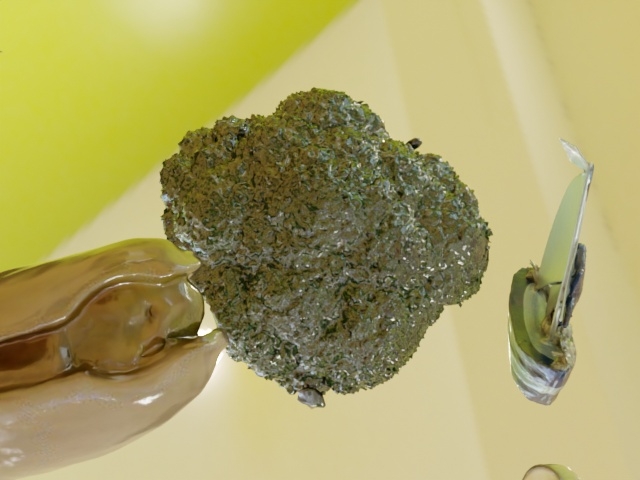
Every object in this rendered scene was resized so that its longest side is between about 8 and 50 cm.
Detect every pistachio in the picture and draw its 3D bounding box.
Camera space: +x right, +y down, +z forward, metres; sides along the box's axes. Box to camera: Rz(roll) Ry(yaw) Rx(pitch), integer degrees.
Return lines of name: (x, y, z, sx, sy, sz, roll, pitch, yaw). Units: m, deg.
pistachio: (-0.214, 0.100, 1.538, 0.288, 0.166, 0.197, -15, 177, 6)

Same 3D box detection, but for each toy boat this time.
toy boat: (0.250, 0.047, 2.013, 0.291, 0.070, 0.210, 102, -11, -51)

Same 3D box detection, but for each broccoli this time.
broccoli: (0.000, 0.000, 1.884, 0.304, 0.321, 0.283, -26, 168, -15)

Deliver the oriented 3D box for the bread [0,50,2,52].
bread: (-0.520, -0.262, 2.004, 0.250, 0.279, 0.225, 5, -141, 38)

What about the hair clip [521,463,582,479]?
hair clip: (0.182, 0.282, 1.659, 0.218, 0.071, 0.159, -29, -113, 38)
